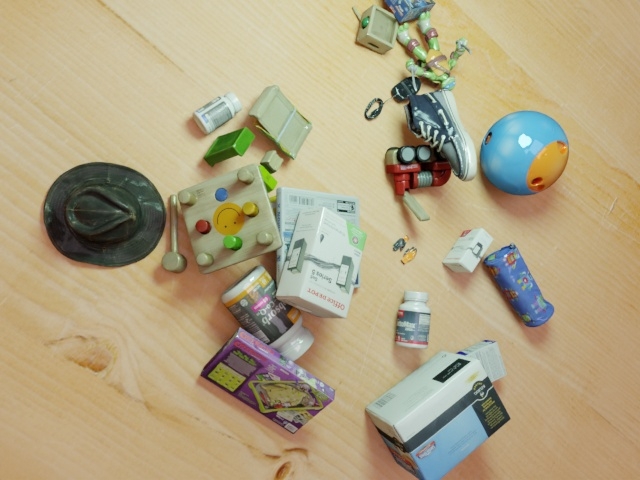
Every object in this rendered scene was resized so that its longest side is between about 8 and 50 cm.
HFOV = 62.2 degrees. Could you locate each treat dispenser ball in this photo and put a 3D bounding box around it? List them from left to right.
[{"bbox_3d":[0.697,-0.298,1.823,0.287,0.288,0.289,1,85,-18],"label":"treat dispenser ball"}]

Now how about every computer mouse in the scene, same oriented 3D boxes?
[{"bbox_3d":[0.248,-0.489,1.830,0.242,0.041,0.071,-34,91,-10],"label":"computer mouse"}]

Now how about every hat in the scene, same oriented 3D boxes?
[{"bbox_3d":[-0.599,-0.080,1.474,0.330,0.134,0.332,2,84,-17],"label":"hat"}]

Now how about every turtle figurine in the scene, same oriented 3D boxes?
[{"bbox_3d":[0.377,-0.642,1.777,0.274,0.197,0.266,-11,68,-57],"label":"turtle figurine"}]

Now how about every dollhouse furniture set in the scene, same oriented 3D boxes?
[{"bbox_3d":[-0.186,-0.310,1.660,0.197,0.151,0.302,46,55,-31],"label":"dollhouse furniture set"}]

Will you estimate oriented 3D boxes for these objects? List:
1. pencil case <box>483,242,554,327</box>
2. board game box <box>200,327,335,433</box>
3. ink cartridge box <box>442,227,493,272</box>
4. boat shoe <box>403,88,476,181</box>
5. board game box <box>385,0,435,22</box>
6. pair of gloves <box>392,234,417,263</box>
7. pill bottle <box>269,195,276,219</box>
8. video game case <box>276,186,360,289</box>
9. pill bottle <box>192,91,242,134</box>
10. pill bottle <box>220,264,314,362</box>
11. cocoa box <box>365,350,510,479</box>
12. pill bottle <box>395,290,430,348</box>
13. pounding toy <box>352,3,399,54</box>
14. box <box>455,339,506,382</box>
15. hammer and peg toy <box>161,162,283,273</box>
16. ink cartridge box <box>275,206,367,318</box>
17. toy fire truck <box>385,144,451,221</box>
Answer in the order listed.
[{"bbox_3d":[0.705,0.155,1.879,0.133,0.119,0.306,-37,97,-27],"label":"pencil case"},{"bbox_3d":[-0.154,0.418,1.558,0.346,0.208,0.056,37,32,-12],"label":"board game box"},{"bbox_3d":[0.507,0.037,1.829,0.063,0.109,0.151,41,75,-14],"label":"ink cartridge box"},{"bbox_3d":[0.371,-0.330,1.690,0.157,0.127,0.341,-7,62,-11],"label":"boat shoe"},{"bbox_3d":[0.300,-0.841,1.835,0.194,0.060,0.194,-17,71,-42],"label":"board game box"},{"bbox_3d":[0.289,0.031,1.812,0.074,0.010,0.083,-40,97,-16],"label":"pair of gloves"},{"bbox_3d":[-0.170,-0.071,1.625,0.184,0.103,0.103,-21,92,-18],"label":"pill bottle"},{"bbox_3d":[0.000,0.000,1.643,0.328,0.036,0.300,3,84,-43],"label":"video game case"},{"bbox_3d":[-0.313,-0.390,1.617,0.137,0.078,0.078,-38,97,-16],"label":"pill bottle"},{"bbox_3d":[-0.153,0.224,1.577,0.162,0.162,0.278,-41,98,-16],"label":"pill bottle"},{"bbox_3d":[0.368,0.549,1.681,0.347,0.231,0.228,-32,96,-17],"label":"cocoa box"},{"bbox_3d":[0.307,0.260,1.749,0.107,0.108,0.180,8,83,-17],"label":"pill bottle"},{"bbox_3d":[0.177,-0.725,1.801,0.141,0.100,0.130,16,81,-27],"label":"pounding toy"},{"bbox_3d":[0.554,0.427,1.834,0.137,0.072,0.126,-18,92,-19],"label":"box"},{"bbox_3d":[-0.309,-0.049,1.501,0.360,0.127,0.266,-18,83,9],"label":"hammer and peg toy"},{"bbox_3d":[0.007,0.070,1.539,0.198,0.114,0.273,29,67,-38],"label":"ink cartridge box"},{"bbox_3d":[0.343,-0.197,1.786,0.216,0.158,0.247,-7,99,-19],"label":"toy fire truck"}]
